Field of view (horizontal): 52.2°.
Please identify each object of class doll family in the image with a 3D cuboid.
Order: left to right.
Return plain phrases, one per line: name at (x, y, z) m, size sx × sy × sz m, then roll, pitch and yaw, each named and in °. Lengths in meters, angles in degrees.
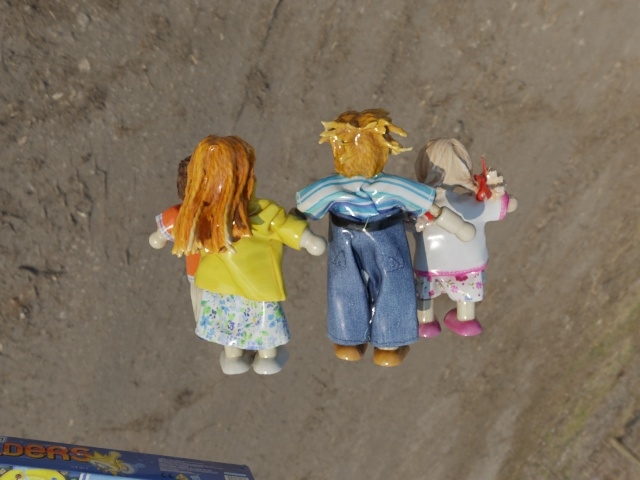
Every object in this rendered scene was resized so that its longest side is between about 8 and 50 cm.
doll family at (0.000, 0.000, 0.421) m, size 0.262 × 0.118 × 0.163 m, roll -3°, pitch 108°, yaw 8°

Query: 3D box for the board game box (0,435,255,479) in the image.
board game box at (-0.153, 0.197, 0.403) m, size 0.201 × 0.035 × 0.136 m, roll 16°, pitch 96°, yaw -22°
